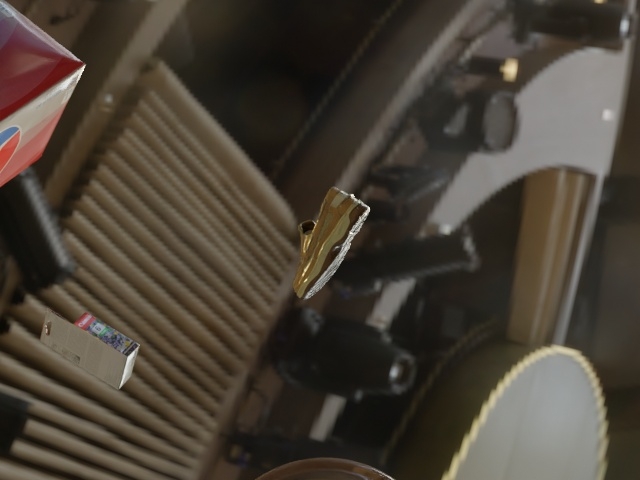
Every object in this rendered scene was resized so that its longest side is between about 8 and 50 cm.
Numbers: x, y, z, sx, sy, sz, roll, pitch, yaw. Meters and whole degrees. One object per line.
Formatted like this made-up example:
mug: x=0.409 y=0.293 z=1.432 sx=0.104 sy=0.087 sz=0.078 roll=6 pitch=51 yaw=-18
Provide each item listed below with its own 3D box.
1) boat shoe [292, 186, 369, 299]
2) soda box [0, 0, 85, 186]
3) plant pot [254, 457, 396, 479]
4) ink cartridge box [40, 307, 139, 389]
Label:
boat shoe: x=0.000 y=0.000 z=2.065 sx=0.068 sy=0.072 sz=0.190 roll=-39 pitch=-16 yaw=-53
soda box: x=-0.250 y=-0.047 z=0.856 sx=0.092 sy=0.083 sz=0.263 roll=-55 pitch=-5 yaw=40
plant pot: x=-0.004 y=0.327 z=1.441 sx=0.229 sy=0.263 sz=0.263 roll=68 pitch=-137 yaw=-71
ink cartridge box: x=-0.273 y=0.121 z=1.766 sx=0.029 sy=0.115 sz=0.063 roll=-49 pitch=-15 yaw=-46
